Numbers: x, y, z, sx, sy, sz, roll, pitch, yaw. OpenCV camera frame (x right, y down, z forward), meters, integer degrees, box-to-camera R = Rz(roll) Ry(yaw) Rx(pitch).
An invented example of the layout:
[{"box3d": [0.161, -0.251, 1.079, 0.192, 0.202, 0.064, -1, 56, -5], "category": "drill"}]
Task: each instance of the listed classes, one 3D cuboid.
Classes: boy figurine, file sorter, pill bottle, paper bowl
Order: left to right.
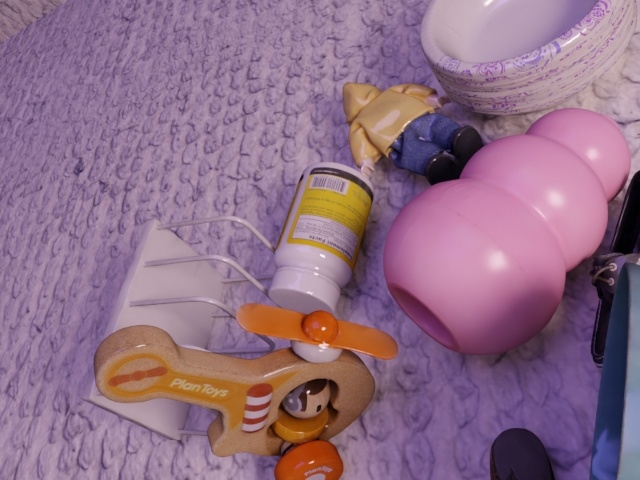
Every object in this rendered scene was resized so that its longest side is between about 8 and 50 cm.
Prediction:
[{"box3d": [-0.171, 0.128, 0.914, 0.173, 0.193, 0.278, -5, 56, 29], "category": "file sorter"}, {"box3d": [0.000, 0.000, 0.932, 0.119, 0.119, 0.208, -1, 59, 35], "category": "pill bottle"}, {"box3d": [0.115, -0.171, 0.994, 0.177, 0.092, 0.285, -48, 44, -2], "category": "boy figurine"}, {"box3d": [0.299, -0.300, 0.914, 0.284, 0.148, 0.284, -19, 50, 25], "category": "paper bowl"}]

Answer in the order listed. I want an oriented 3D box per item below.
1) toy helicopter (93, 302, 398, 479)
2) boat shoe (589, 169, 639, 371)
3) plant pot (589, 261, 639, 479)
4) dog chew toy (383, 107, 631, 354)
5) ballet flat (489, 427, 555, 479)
[{"box3d": [-0.072, 0.154, 0.705, 0.235, 0.355, 0.140, -50, 42, 19], "category": "toy helicopter"}, {"box3d": [0.327, 0.028, 0.675, 0.080, 0.076, 0.228, 156, 140, -85], "category": "boat shoe"}, {"box3d": [0.334, 0.174, 0.466, 0.235, 0.293, 0.293, 7, 62, 21], "category": "plant pot"}, {"box3d": [0.230, -0.027, 0.739, 0.332, 0.206, 0.206, -44, 44, -10], "category": "dog chew toy"}, {"box3d": [0.205, 0.311, 0.615, 0.084, 0.058, 0.250, -5, 60, 7], "category": "ballet flat"}]
